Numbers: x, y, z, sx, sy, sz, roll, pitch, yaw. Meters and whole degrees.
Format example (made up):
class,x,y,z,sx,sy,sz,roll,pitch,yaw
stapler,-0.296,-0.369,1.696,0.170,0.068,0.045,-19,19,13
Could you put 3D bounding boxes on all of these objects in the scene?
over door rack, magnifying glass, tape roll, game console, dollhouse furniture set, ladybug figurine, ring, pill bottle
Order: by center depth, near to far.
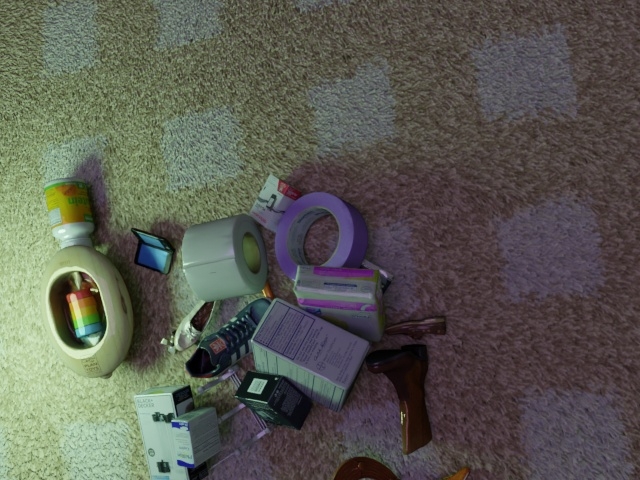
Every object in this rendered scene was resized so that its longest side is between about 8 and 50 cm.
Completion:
class,x,y,z,sx,sy,sz,roll,pitch,yaw
ring,0.156,0.740,1.512,0.032,0.336,0.336,-40,76,33
tape roll,0.000,0.000,1.679,0.275,0.090,0.275,-8,75,32
tape roll,-0.283,0.054,1.723,0.169,0.246,0.246,-11,84,15
over door rack,-0.332,0.577,1.781,0.324,0.108,0.239,-37,77,12
magnifying glass,-0.141,0.226,1.785,0.092,0.026,0.231,-25,80,14
dollhouse furniture set,-0.452,0.359,1.849,0.114,0.091,0.081,24,109,14
ladybug figurine,-0.754,0.235,1.887,0.305,0.162,0.449,-13,87,10
game console,-0.568,0.035,1.895,0.144,0.124,0.085,16,65,16
pill bottle,-0.857,-0.081,1.957,0.136,0.136,0.246,-16,83,15

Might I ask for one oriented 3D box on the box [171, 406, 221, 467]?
class,x,y,z,sx,sy,sz,roll,pitch,yaw
box,-0.365,0.576,1.677,0.072,0.126,0.137,-7,91,29

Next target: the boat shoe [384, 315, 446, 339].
class,x,y,z,sx,sy,sz,roll,pitch,yaw
boat shoe,0.274,0.258,1.638,0.178,0.064,0.060,-11,82,13

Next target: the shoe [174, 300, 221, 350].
class,x,y,z,sx,sy,sz,roll,pitch,yaw
shoe,-0.392,0.254,1.809,0.076,0.058,0.219,35,80,-7

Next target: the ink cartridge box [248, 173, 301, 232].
class,x,y,z,sx,sy,sz,roll,pitch,yaw
ink cartridge box,-0.142,-0.113,1.763,0.109,0.063,0.150,35,98,43

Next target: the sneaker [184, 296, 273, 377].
class,x,y,z,sx,sy,sz,roll,pitch,yaw
sneaker,-0.276,0.308,1.744,0.350,0.148,0.131,-46,70,12

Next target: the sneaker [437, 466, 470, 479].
class,x,y,z,sx,sy,sz,roll,pitch,yaw
sneaker,0.348,0.691,1.595,0.175,0.064,0.067,-45,66,7

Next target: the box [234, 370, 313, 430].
class,x,y,z,sx,sy,sz,roll,pitch,yaw
box,-0.135,0.463,1.653,0.156,0.158,0.093,-6,46,45

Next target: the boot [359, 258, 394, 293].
class,x,y,z,sx,sy,sz,roll,pitch,yaw
boot,0.117,0.097,1.690,0.190,0.069,0.086,29,90,15

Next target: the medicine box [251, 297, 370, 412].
class,x,y,z,sx,sy,sz,roll,pitch,yaw
medicine box,-0.033,0.326,1.594,0.289,0.263,0.149,25,62,11

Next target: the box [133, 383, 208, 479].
class,x,y,z,sx,sy,sz,roll,pitch,yaw
box,-0.461,0.599,1.755,0.169,0.087,0.290,-10,90,29

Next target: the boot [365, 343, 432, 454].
class,x,y,z,sx,sy,sz,roll,pitch,yaw
boot,0.216,0.436,1.553,0.096,0.264,0.280,-5,84,32

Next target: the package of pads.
class,x,y,z,sx,sy,sz,roll,pitch,yaw
package of pads,0.064,0.178,1.582,0.229,0.296,0.101,4,58,10
